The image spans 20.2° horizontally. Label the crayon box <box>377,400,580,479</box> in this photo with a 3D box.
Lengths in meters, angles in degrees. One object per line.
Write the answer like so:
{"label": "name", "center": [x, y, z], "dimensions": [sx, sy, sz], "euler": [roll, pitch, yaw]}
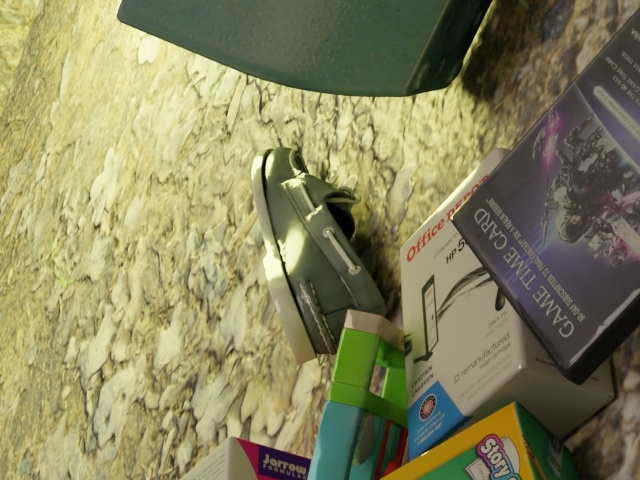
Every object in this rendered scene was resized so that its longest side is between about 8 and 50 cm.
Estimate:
{"label": "crayon box", "center": [0.107, 0.259, 1.171], "dimensions": [0.165, 0.081, 0.278], "euler": [-33, 38, 19]}

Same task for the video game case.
{"label": "video game case", "center": [0.218, -0.060, 1.193], "dimensions": [0.274, 0.026, 0.196], "euler": [-49, 36, 14]}

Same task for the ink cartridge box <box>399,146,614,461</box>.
{"label": "ink cartridge box", "center": [0.132, 0.057, 1.331], "dimensions": [0.148, 0.086, 0.203], "euler": [-48, 33, 42]}

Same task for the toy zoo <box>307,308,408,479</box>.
{"label": "toy zoo", "center": [0.022, 0.210, 1.381], "dimensions": [0.192, 0.030, 0.293], "euler": [37, -115, -73]}

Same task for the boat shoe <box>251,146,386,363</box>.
{"label": "boat shoe", "center": [0.000, 0.000, 1.695], "dimensions": [0.099, 0.116, 0.319], "euler": [-20, 30, 6]}

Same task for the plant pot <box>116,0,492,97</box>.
{"label": "plant pot", "center": [0.021, -0.248, 1.557], "dimensions": [0.248, 0.252, 0.247], "euler": [-64, -15, 16]}

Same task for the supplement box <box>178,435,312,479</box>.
{"label": "supplement box", "center": [-0.061, 0.298, 1.548], "dimensions": [0.114, 0.111, 0.220], "euler": [-46, 35, 45]}
